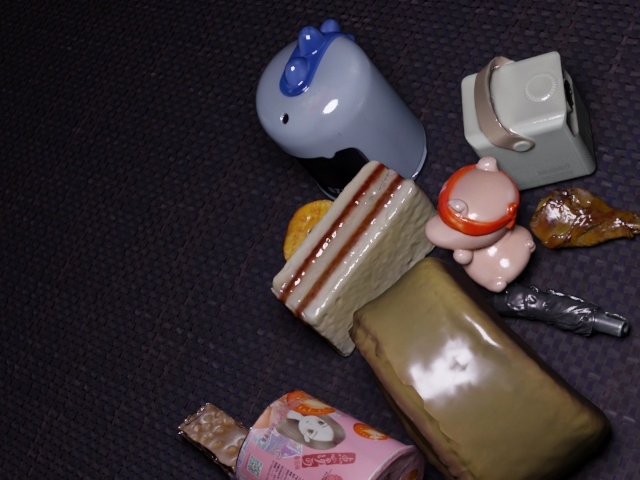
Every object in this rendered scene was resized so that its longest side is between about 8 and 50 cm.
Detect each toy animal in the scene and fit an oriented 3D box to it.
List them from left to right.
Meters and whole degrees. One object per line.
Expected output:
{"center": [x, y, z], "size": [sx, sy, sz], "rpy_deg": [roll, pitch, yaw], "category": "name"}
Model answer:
{"center": [0.270, -0.027, 1.690], "size": [0.171, 0.198, 0.171], "rpy_deg": [-25, 22, 11], "category": "toy animal"}

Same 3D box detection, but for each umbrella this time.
{"center": [0.393, 0.118, 1.663], "size": [0.235, 0.059, 0.066], "rpy_deg": [17, 101, 33], "category": "umbrella"}

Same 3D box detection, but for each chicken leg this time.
{"center": [0.474, -0.029, 1.679], "size": [0.251, 0.087, 0.107], "rpy_deg": [8, 92, 26], "category": "chicken leg"}

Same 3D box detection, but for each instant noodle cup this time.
{"center": [0.010, 0.381, 1.623], "size": [0.231, 0.243, 0.243], "rpy_deg": [28, 83, 30], "category": "instant noodle cup"}

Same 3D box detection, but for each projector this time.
{"center": [0.355, -0.203, 1.726], "size": [0.177, 0.242, 0.163], "rpy_deg": [-15, 58, 25], "category": "projector"}

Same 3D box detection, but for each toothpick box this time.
{"center": [0.031, -0.242, 1.859], "size": [0.263, 0.354, 0.263], "rpy_deg": [-13, 61, 24], "category": "toothpick box"}

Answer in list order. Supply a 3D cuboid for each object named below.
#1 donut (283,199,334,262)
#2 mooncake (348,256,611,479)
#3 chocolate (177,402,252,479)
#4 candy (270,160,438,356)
{"center": [0.000, 0.000, 1.945], "size": [0.151, 0.058, 0.152], "rpy_deg": [-13, 62, 25], "category": "donut"}
{"center": [0.232, 0.220, 1.601], "size": [0.246, 0.393, 0.394], "rpy_deg": [-43, 13, 4], "category": "mooncake"}
{"center": [-0.124, 0.403, 1.819], "size": [0.329, 0.065, 0.102], "rpy_deg": [29, 63, 36], "category": "chocolate"}
{"center": [0.068, 0.031, 1.814], "size": [0.135, 0.179, 0.321], "rpy_deg": [36, 87, 36], "category": "candy"}
